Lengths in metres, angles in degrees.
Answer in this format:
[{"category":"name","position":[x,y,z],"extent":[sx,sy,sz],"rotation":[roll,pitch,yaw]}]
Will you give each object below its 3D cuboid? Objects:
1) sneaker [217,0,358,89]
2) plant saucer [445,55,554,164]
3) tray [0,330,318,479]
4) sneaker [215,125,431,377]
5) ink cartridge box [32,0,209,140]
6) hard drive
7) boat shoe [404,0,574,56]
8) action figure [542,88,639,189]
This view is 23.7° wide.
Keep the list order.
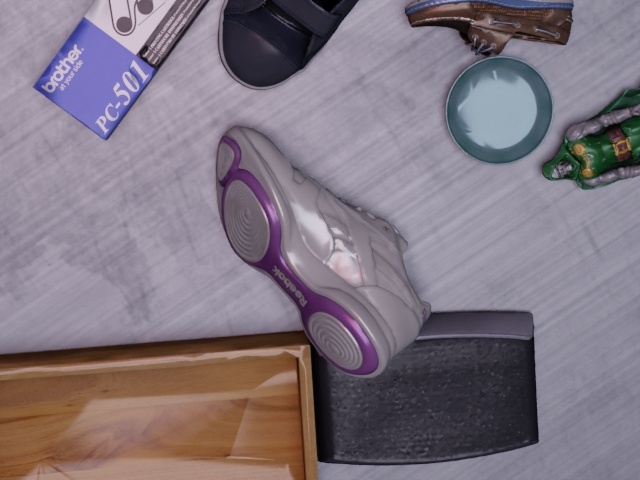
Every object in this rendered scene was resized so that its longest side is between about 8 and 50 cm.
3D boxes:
[{"category":"sneaker","position":[0.001,-0.294,1.572],"extent":[0.126,0.127,0.321],"rotation":[32,98,-11]},{"category":"plant saucer","position":[0.194,-0.142,1.667],"extent":[0.119,0.021,0.119],"rotation":[-1,100,-4]},{"category":"tray","position":[-0.212,0.219,1.680],"extent":[0.411,0.076,0.202],"rotation":[-4,101,-3]},{"category":"sneaker","position":[0.000,0.000,1.650],"extent":[0.152,0.114,0.305],"rotation":[-33,86,-39]},{"category":"ink cartridge box","position":[-0.203,-0.217,1.610],"extent":[0.097,0.046,0.207],"rotation":[37,96,-9]},{"category":"hard drive","position":[0.119,0.170,1.704],"extent":[0.255,0.054,0.172],"rotation":[-4,101,-3]},{"category":"boat shoe","position":[0.181,-0.231,1.621],"extent":[0.183,0.066,0.066],"rotation":[-3,91,-4]},{"category":"action figure","position":[0.351,-0.116,1.667],"extent":[0.232,0.063,0.137],"rotation":[-23,105,4]}]
